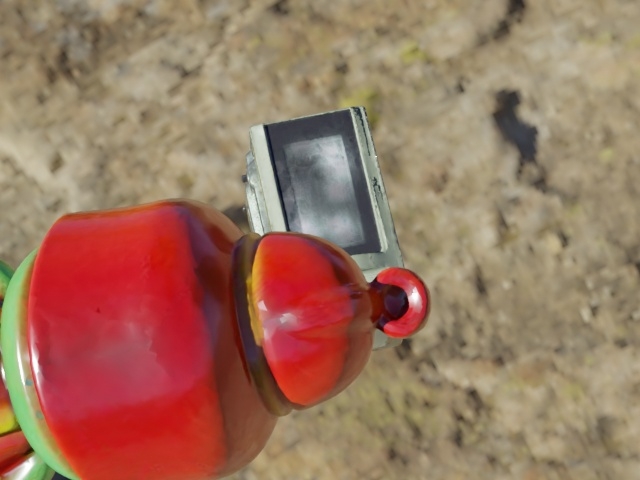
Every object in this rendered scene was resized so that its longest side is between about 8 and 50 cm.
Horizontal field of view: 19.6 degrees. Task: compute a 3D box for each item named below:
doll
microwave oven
[{"bbox_3d":[-0.109,0.066,1.142,0.363,0.160,0.183,-11,85,11],"label":"doll"},{"bbox_3d":[0.000,0.000,1.748,0.129,0.163,0.205,-11,73,-7],"label":"microwave oven"}]
